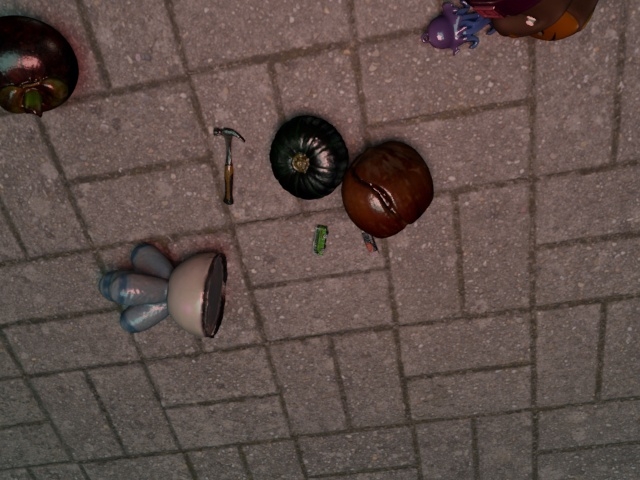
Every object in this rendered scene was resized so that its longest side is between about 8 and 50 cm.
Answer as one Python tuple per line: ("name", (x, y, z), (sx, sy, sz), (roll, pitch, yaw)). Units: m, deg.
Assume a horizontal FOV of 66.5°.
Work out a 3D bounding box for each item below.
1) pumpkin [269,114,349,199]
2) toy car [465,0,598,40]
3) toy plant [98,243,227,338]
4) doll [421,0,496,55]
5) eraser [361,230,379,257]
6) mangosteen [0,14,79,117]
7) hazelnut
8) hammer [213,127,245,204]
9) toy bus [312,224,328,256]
("pumpkin", (-0.029, -0.195, 1.166), (0.201, 0.140, 0.202), (9, 116, 19))
("toy car", (0.445, -0.561, 0.939), (0.240, 0.271, 0.341), (15, 108, -31))
("toy plant", (-0.430, 0.132, 1.301), (0.331, 0.247, 0.247), (4, 116, 2))
("doll", (0.318, -0.474, 1.075), (0.205, 0.067, 0.110), (-18, 100, -2))
("eraser", (0.134, 0.002, 1.329), (0.027, 0.019, 0.099), (-19, 114, 10))
("mangosteen", (-0.652, -0.369, 1.067), (0.215, 0.216, 0.216), (1, 116, 1))
("hazelnut", (0.150, -0.123, 1.169), (0.218, 0.234, 0.218), (29, 142, 25))
("hammer", (-0.231, -0.186, 1.249), (0.078, 0.021, 0.201), (4, 116, 0))
("toy bus", (0.000, 0.000, 1.326), (0.037, 0.031, 0.083), (11, 115, 4))
